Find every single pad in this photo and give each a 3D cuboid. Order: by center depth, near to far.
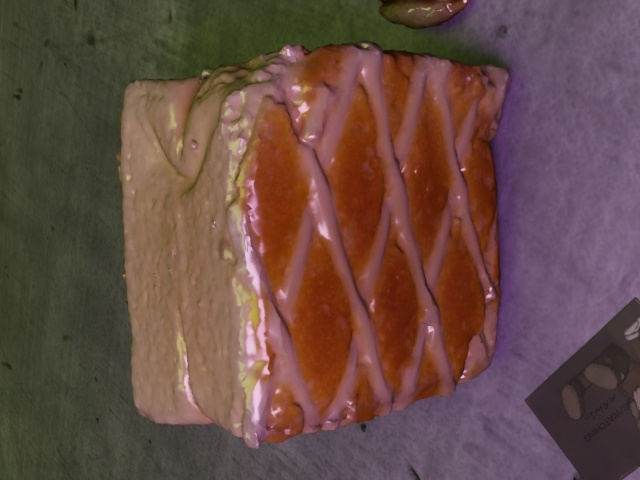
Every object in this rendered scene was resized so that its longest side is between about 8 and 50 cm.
[{"bbox_3d":[0.305,0.167,0.840,0.127,0.004,0.190,55,133,27],"label":"pad"}]

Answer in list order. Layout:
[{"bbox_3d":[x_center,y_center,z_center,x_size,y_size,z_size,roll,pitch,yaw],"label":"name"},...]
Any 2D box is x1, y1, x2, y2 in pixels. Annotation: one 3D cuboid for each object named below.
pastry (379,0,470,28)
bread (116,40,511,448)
[{"bbox_3d":[0.101,-0.358,0.912,0.218,0.100,0.229,39,125,38],"label":"pastry"},{"bbox_3d":[0.000,0.000,0.884,0.279,0.371,0.390,6,97,52],"label":"bread"}]
